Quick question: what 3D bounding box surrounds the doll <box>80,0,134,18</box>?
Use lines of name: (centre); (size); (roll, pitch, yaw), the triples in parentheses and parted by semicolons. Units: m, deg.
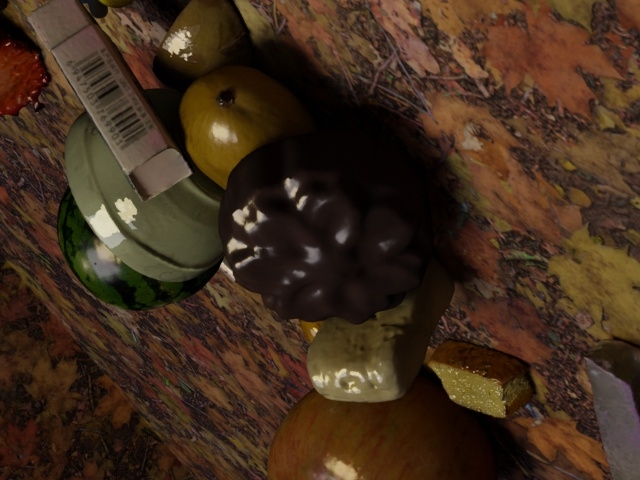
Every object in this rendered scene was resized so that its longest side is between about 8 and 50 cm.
doll: (-0.323, -0.380, 1.727); (0.241, 0.098, 0.135); (19, 108, 45)

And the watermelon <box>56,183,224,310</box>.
watermelon: (-0.309, -0.020, 2.104); (0.285, 0.285, 0.285); (36, 157, 18)

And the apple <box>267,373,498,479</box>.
apple: (0.112, 0.396, 2.088); (0.400, 0.333, 0.400); (21, 129, 28)

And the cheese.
cheese: (0.087, 0.114, 1.698); (0.159, 0.263, 0.093); (-4, 130, 32)

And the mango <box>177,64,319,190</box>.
mango: (-0.097, -0.133, 1.689); (0.195, 0.142, 0.332); (18, 163, 7)

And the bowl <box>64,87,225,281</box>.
bowl: (-0.219, -0.101, 1.847); (0.163, 0.307, 0.307); (-27, 112, 32)

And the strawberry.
strawberry: (-0.629, -0.341, 2.289); (0.234, 0.233, 0.178); (88, 160, -60)

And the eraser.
eraser: (-0.288, -0.201, 1.686); (0.287, 0.086, 0.130); (57, 177, 16)

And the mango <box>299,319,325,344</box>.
mango: (0.027, 0.205, 2.210); (0.098, 0.075, 0.190); (3, 129, 46)

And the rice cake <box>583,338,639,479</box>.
rice cake: (0.421, 0.264, 1.639); (0.070, 0.064, 0.399); (15, 146, 34)

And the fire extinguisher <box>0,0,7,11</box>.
fire extinguisher: (-0.664, -0.498, 2.156); (0.268, 0.072, 0.089); (50, -166, -17)

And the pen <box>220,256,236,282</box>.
pen: (-0.247, -0.020, 2.333); (0.269, 0.033, 0.033); (44, 158, -2)

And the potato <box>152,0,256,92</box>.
potato: (-0.168, -0.238, 1.706); (0.120, 0.100, 0.261); (44, 159, 0)

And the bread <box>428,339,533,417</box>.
bread: (0.245, 0.209, 1.855); (0.187, 0.065, 0.103); (13, 137, 50)

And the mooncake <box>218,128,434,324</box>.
mooncake: (0.009, -0.009, 1.580); (0.141, 0.283, 0.283); (-96, -12, -44)
